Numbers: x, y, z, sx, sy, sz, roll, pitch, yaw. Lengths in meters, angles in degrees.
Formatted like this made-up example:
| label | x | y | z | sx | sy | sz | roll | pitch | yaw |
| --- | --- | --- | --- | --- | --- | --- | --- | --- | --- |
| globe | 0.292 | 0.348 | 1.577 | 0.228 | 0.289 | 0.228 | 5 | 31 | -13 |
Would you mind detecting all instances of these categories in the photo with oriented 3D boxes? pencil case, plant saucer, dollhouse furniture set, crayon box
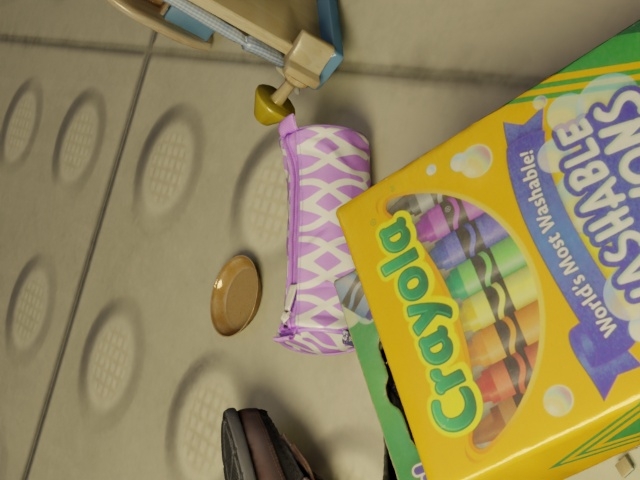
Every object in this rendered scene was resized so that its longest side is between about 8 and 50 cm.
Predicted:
| label | x | y | z | sx | sy | sz | roll | pitch | yaw |
| --- | --- | --- | --- | --- | --- | --- | --- | --- | --- |
| pencil case | 0.000 | 0.000 | 0.925 | 0.086 | 0.088 | 0.206 | -31 | 52 | 52 |
| plant saucer | -0.081 | 0.057 | 1.071 | 0.083 | 0.015 | 0.083 | -24 | 58 | 46 |
| dollhouse furniture set | -0.157 | -0.243 | 1.054 | 0.198 | 0.286 | 0.303 | -47 | 33 | 32 |
| crayon box | 0.142 | 0.020 | 0.630 | 0.323 | 0.083 | 0.203 | -32 | 56 | 22 |

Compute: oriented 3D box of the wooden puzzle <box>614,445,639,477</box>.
| label | x | y | z | sx | sy | sz | roll | pitch | yaw |
| --- | --- | --- | --- | --- | --- | --- | --- | --- | --- |
| wooden puzzle | 0.189 | 0.115 | 0.701 | 0.049 | 0.006 | 0.083 | -31 | 54 | 43 |

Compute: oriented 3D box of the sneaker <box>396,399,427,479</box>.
| label | x | y | z | sx | sy | sz | roll | pitch | yaw |
| --- | --- | --- | --- | --- | --- | --- | --- | --- | --- |
| sneaker | 0.099 | 0.217 | 0.704 | 0.106 | 0.101 | 0.267 | -56 | 39 | 29 |

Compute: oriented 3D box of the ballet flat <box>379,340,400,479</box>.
| label | x | y | z | sx | sy | sz | roll | pitch | yaw |
| --- | --- | --- | --- | --- | --- | --- | --- | --- | --- |
| ballet flat | 0.063 | 0.126 | 0.826 | 0.057 | 0.049 | 0.173 | -38 | 49 | 38 |

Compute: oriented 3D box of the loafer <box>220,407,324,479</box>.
| label | x | y | z | sx | sy | sz | roll | pitch | yaw |
| --- | --- | --- | --- | --- | --- | --- | --- | --- | --- |
| loafer | -0.009 | 0.255 | 0.862 | 0.302 | 0.095 | 0.109 | -114 | 21 | -47 |
